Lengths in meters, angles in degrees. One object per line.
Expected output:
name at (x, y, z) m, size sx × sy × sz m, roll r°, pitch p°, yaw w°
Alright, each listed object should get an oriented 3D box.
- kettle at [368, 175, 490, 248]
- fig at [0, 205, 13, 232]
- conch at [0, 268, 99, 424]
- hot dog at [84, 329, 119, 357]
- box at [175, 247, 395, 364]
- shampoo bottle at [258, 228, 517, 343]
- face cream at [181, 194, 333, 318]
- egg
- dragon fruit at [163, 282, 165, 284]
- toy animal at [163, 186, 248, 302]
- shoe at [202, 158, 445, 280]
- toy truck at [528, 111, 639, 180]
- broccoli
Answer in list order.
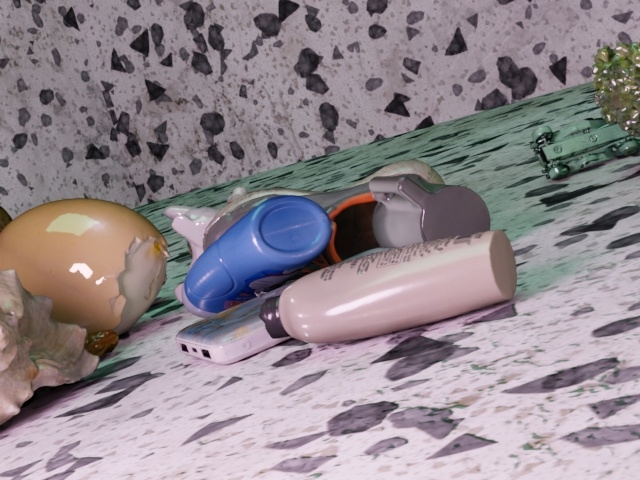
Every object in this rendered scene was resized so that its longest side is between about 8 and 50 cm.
kettle at (0.126, -0.032, 1.595) m, size 0.098 × 0.127 × 0.148 m, roll -24°, pitch 8°, yaw -15°
fig at (-0.594, 0.074, 2.373) m, size 0.368 × 0.286 × 0.286 m, roll 25°, pitch 28°, yaw 25°
conch at (-0.417, 0.119, 1.549) m, size 0.297 × 0.210 × 0.352 m, roll -1°, pitch 1°, yaw -39°
hot dog at (-0.295, 0.136, 1.731) m, size 0.083 × 0.035 × 0.058 m, roll -12°, pitch 10°, yaw 38°
box at (-0.016, 0.070, 1.516) m, size 0.285 × 0.044 × 0.142 m, roll -22°, pitch 12°, yaw -24°
shampoo bottle at (0.059, 0.051, 1.312) m, size 0.256 × 0.078 × 0.127 m, roll -13°, pitch 14°, yaw 25°
face cream at (-0.089, 0.031, 1.620) m, size 0.149 × 0.083 × 0.264 m, roll -14°, pitch -13°, yaw -30°
egg at (-0.333, 0.038, 1.851) m, size 0.244 × 0.201 × 0.201 m, roll 13°, pitch 15°, yaw 11°
dragon fruit at (-0.322, 0.052, 2.065) m, size 0.165 × 0.133 × 0.136 m, roll -18°, pitch 14°, yaw -7°
toy animal at (-0.152, 0.006, 1.988) m, size 0.138 × 0.141 × 0.282 m, roll -10°, pitch 10°, yaw -3°
shoe at (0.000, 0.000, 1.746) m, size 0.336 × 0.132 × 0.171 m, roll -14°, pitch 17°, yaw 13°
toy truck at (0.388, -0.137, 1.989) m, size 0.154 × 0.080 × 0.078 m, roll -19°, pitch -20°, yaw -7°
broccoli at (0.534, -0.232, 1.767) m, size 0.324 × 0.272 × 0.334 m, roll 24°, pitch 12°, yaw 13°
